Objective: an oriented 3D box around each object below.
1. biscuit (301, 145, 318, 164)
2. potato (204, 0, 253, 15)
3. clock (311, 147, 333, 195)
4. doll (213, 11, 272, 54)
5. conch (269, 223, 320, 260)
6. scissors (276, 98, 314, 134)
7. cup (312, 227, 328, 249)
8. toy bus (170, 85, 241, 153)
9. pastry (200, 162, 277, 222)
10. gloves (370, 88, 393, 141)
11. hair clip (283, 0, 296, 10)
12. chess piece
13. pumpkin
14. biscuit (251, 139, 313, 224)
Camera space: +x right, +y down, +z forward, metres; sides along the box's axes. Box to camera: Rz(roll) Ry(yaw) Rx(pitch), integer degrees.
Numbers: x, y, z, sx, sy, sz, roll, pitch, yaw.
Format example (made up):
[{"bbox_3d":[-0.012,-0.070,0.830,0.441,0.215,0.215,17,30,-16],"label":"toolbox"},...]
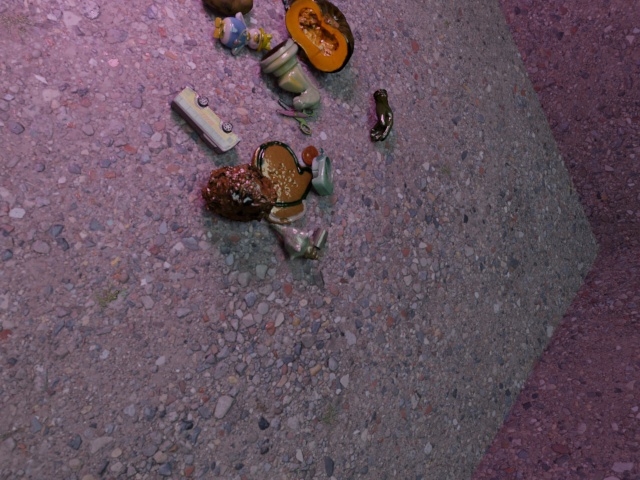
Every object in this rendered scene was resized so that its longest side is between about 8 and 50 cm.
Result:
[{"bbox_3d":[-0.043,-0.368,1.841,0.091,0.015,0.078,-48,112,-28],"label":"biscuit"},{"bbox_3d":[-0.355,-0.952,1.623,0.201,0.137,0.154,-2,112,-33],"label":"potato"},{"bbox_3d":[0.010,-0.295,1.808,0.148,0.060,0.188,45,43,-64],"label":"clock"},{"bbox_3d":[-0.303,-0.806,1.663,0.241,0.099,0.135,-1,81,-32],"label":"doll"},{"bbox_3d":[-0.090,0.018,1.690,0.234,0.137,0.114,38,51,-39],"label":"conch"},{"bbox_3d":[-0.107,-0.543,1.812,0.187,0.020,0.133,16,73,-34],"label":"scissors"},{"bbox_3d":[-0.005,-0.002,1.816,0.055,0.075,0.083,22,73,8],"label":"cup"},{"bbox_3d":[-0.419,-0.435,1.552,0.268,0.092,0.106,46,71,-22],"label":"toy bus"},{"bbox_3d":[-0.287,-0.177,1.524,0.275,0.275,0.192,14,70,-32],"label":"pastry"},{"bbox_3d":[0.300,-0.600,2.039,0.107,0.135,0.268,4,78,8],"label":"gloves"},{"bbox_3d":[-0.142,-1.179,1.835,0.110,0.095,0.358,-13,83,0],"label":"hair clip"},{"bbox_3d":[-0.105,-0.664,1.758,0.298,0.176,0.175,49,61,-31],"label":"chess piece"},{"bbox_3d":[0.005,-0.887,1.837,0.325,0.242,0.232,49,32,-15],"label":"pumpkin"},{"bbox_3d":[-0.141,-0.241,1.736,0.287,0.057,0.343,-11,92,-34],"label":"biscuit"}]
